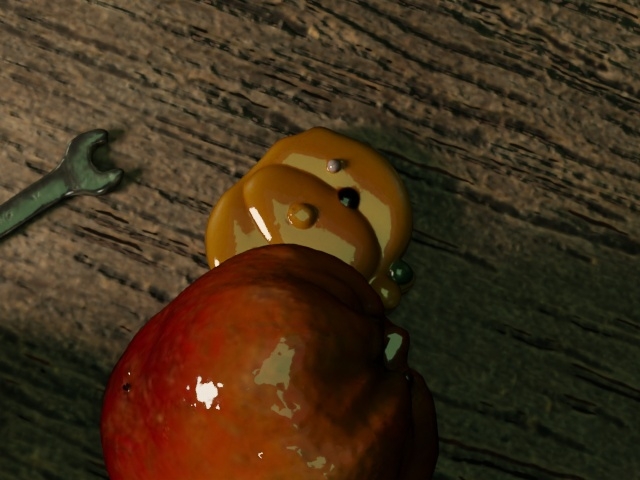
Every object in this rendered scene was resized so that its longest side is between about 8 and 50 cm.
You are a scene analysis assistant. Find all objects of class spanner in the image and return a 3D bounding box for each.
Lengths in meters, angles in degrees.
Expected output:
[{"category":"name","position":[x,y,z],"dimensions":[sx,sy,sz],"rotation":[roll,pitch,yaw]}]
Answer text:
[{"category":"spanner","position":[-0.263,-0.003,1.010],"dimensions":[0.254,0.015,0.054],"rotation":[-35,84,-11]}]

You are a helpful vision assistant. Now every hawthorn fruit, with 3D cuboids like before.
[{"category":"hawthorn fruit","position":[-0.050,0.129,0.911],"dimensions":[0.261,0.224,0.224],"rotation":[-28,82,23]}]

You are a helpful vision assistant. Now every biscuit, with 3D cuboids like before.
[{"category":"biscuit","position":[0.000,-0.001,1.019],"dimensions":[0.170,0.050,0.170],"rotation":[1,80,-5]}]
